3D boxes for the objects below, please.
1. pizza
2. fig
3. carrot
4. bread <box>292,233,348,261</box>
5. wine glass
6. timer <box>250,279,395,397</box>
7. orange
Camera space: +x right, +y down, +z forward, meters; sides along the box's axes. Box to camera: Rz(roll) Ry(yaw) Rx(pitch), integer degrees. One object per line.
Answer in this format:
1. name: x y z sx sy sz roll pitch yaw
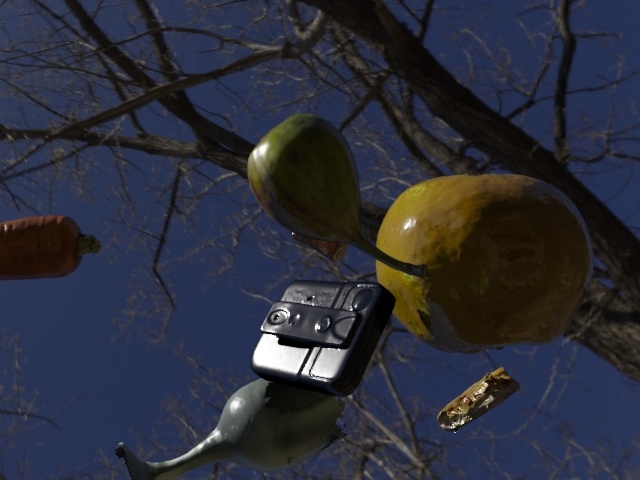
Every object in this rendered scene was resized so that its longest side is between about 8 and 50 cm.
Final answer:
1. pizza: 0.302 0.294 1.375 0.182 0.161 0.063 -30 -97 -9
2. fig: 0.006 -0.026 0.567 0.093 0.166 0.093 -29 -26 -16
3. carrot: -0.335 0.018 0.674 0.256 0.061 0.061 -9 -72 -19
4. bread: 0.000 0.000 1.107 0.047 0.083 0.036 -13 -53 -58
5. wine glass: -0.121 0.285 1.032 0.321 0.143 0.144 -24 -66 -16
6. timer: -0.006 0.113 0.912 0.055 0.187 0.144 42 -117 -33
7. orange: 0.209 0.031 0.944 0.278 0.279 0.235 -3 -88 -28
